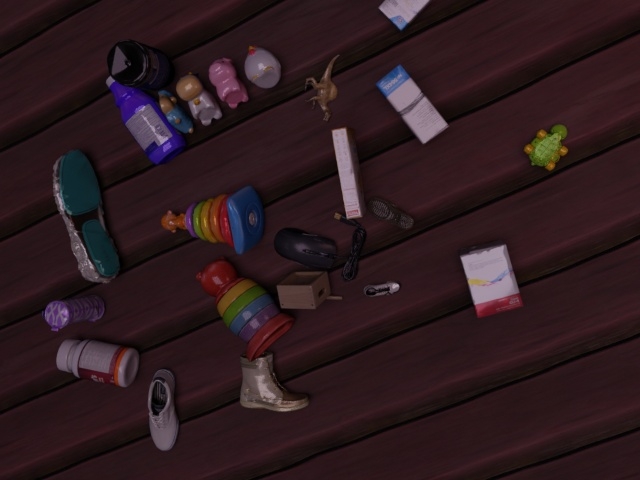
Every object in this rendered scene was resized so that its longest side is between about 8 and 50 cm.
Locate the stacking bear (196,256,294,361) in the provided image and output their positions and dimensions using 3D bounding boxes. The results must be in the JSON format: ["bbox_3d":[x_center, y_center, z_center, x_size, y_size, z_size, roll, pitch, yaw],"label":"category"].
[{"bbox_3d":[-0.232,0.176,1.949,0.175,0.164,0.289,-40,76,-20],"label":"stacking bear"}]

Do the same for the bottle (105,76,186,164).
[{"bbox_3d":[-0.511,-0.358,1.958,0.118,0.092,0.283,-37,90,14],"label":"bottle"}]

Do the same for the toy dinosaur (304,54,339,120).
[{"bbox_3d":[0.003,-0.429,1.890,0.092,0.053,0.183,4,106,-6],"label":"toy dinosaur"}]

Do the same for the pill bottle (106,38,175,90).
[{"bbox_3d":[-0.487,-0.478,1.873,0.123,0.219,0.123,1,97,10],"label":"pill bottle"}]

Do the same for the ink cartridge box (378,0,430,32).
[{"bbox_3d":[0.230,-0.635,1.813,0.088,0.052,0.122,46,103,1],"label":"ink cartridge box"}]

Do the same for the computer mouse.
[{"bbox_3d":[0.000,0.000,1.933,0.262,0.060,0.184,21,101,6],"label":"computer mouse"}]

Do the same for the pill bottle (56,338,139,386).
[{"bbox_3d":[-0.679,0.369,2.069,0.221,0.121,0.121,9,99,9],"label":"pill bottle"}]

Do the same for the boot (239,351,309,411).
[{"bbox_3d":[-0.138,0.415,2.005,0.213,0.077,0.165,1,96,13],"label":"boot"}]

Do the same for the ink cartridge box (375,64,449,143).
[{"bbox_3d":[0.245,-0.355,1.798,0.086,0.148,0.203,-37,90,11],"label":"ink cartridge box"}]

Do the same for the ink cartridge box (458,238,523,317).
[{"bbox_3d":[0.457,0.098,1.831,0.127,0.128,0.176,-16,95,11],"label":"ink cartridge box"}]

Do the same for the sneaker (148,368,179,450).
[{"bbox_3d":[-0.493,0.527,2.072,0.094,0.091,0.258,-1,97,10],"label":"sneaker"}]

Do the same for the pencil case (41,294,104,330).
[{"bbox_3d":[-0.728,0.213,2.017,0.086,0.206,0.088,-1,92,16],"label":"pencil case"}]

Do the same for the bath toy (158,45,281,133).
[{"bbox_3d":[-0.280,-0.442,1.894,0.348,0.151,0.129,-25,63,10],"label":"bath toy"}]

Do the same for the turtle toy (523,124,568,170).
[{"bbox_3d":[0.603,-0.251,1.791,0.095,0.066,0.130,40,102,3],"label":"turtle toy"}]

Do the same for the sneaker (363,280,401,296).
[{"bbox_3d":[0.176,0.142,1.930,0.109,0.044,0.040,-13,93,9],"label":"sneaker"}]

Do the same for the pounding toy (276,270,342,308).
[{"bbox_3d":[-0.028,0.147,1.928,0.130,0.141,0.100,-1,108,27],"label":"pounding toy"}]

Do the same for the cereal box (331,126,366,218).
[{"bbox_3d":[0.081,-0.184,1.838,0.047,0.173,0.240,-10,96,10],"label":"cereal box"}]

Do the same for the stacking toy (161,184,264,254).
[{"bbox_3d":[-0.327,-0.056,1.950,0.302,0.166,0.175,-2,109,22],"label":"stacking toy"}]

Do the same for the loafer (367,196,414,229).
[{"bbox_3d":[0.198,-0.073,1.897,0.148,0.050,0.056,33,99,20],"label":"loafer"}]

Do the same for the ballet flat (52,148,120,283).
[{"bbox_3d":[-0.722,-0.061,2.022,0.147,0.147,0.409,-14,94,11],"label":"ballet flat"}]
